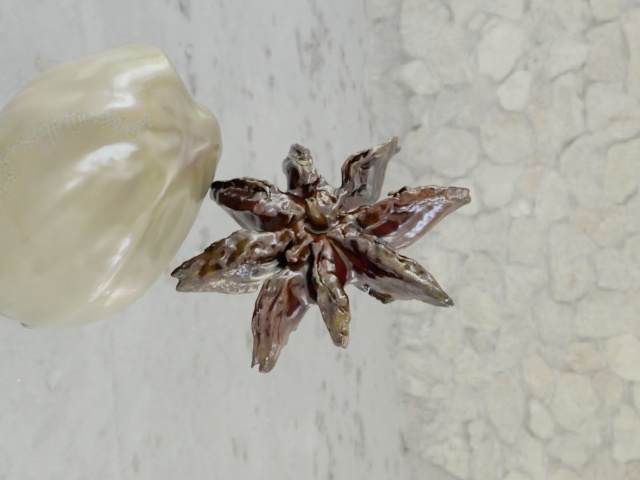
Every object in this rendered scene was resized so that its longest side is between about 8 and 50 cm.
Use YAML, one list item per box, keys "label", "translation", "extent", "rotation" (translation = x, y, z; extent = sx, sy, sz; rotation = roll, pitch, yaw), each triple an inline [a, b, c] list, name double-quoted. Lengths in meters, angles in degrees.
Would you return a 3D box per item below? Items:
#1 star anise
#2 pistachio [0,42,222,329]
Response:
- label: "star anise"
  translation: [0.000, 0.001, 0.746]
  extent: [0.088, 0.288, 0.288]
  rotation: [68, 23, -51]
- label: "pistachio"
  translation: [-0.230, -0.038, 0.772]
  extent: [0.207, 0.332, 0.226]
  rotation: [10, 39, -47]
